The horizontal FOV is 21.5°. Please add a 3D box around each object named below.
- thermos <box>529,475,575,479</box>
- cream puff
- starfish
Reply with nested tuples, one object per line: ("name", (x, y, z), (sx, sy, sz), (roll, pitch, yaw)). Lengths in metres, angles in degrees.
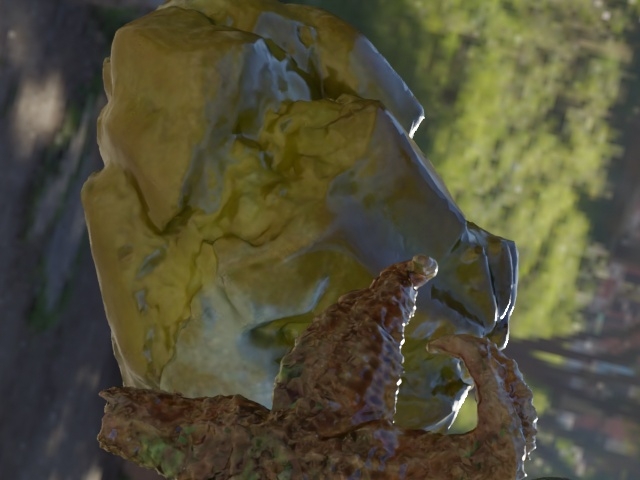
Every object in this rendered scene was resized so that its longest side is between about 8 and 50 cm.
("thermos", (0.178, 0.225, 0.936), (0.286, 0.182, 0.145), (-111, -177, -66))
("cream puff", (0.000, 0.000, 1.209), (0.378, 0.275, 0.378), (-5, 90, -79))
("starfish", (-0.009, 0.081, 0.565), (0.053, 0.150, 0.209), (83, 29, -48))
